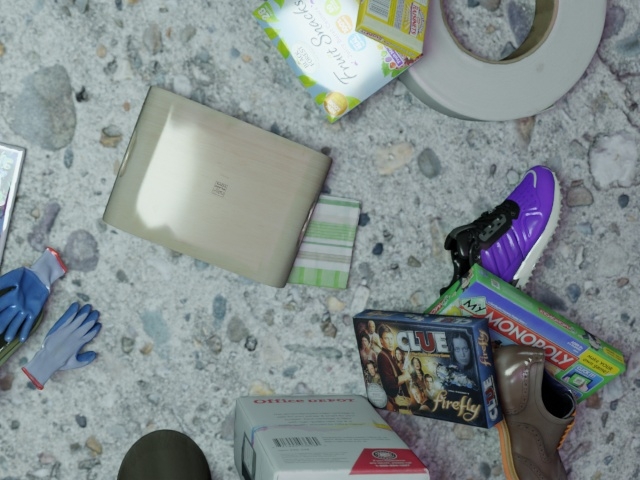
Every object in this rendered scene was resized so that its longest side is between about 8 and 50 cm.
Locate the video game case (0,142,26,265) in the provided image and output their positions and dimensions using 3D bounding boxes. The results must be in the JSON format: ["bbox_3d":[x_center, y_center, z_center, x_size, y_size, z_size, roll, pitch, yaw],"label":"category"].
[{"bbox_3d":[-0.544,-0.058,1.250,0.183,0.023,0.201,13,93,-16],"label":"video game case"}]

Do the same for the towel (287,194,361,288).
[{"bbox_3d":[0.000,0.000,1.403,0.113,0.023,0.152,8,97,-13],"label":"towel"}]

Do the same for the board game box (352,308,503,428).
[{"bbox_3d":[0.164,0.198,1.361,0.042,0.243,0.165,-20,103,-43],"label":"board game box"}]

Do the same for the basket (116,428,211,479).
[{"bbox_3d":[-0.225,0.418,1.290,0.154,0.227,0.204,-5,98,-14],"label":"basket"}]

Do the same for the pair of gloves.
[{"bbox_3d":[-0.396,0.117,1.251,0.198,0.023,0.159,62,40,-27],"label":"pair of gloves"}]

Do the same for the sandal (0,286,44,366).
[{"bbox_3d":[-0.525,0.191,1.249,0.303,0.086,0.120,-38,66,-18],"label":"sandal"}]

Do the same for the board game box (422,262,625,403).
[{"bbox_3d":[0.314,0.188,1.436,0.317,0.046,0.213,30,126,-16],"label":"board game box"}]

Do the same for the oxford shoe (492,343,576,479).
[{"bbox_3d":[0.362,0.315,1.409,0.133,0.130,0.363,-13,126,26],"label":"oxford shoe"}]

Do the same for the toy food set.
[{"bbox_3d":[-0.157,-0.079,1.324,0.306,0.092,0.219,21,93,-8],"label":"toy food set"}]

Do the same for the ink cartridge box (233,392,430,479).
[{"bbox_3d":[0.003,0.341,1.298,0.226,0.306,0.131,3,97,-15],"label":"ink cartridge box"}]

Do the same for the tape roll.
[{"bbox_3d":[0.279,-0.386,1.395,0.392,0.072,0.392,-2,98,-15],"label":"tape roll"}]

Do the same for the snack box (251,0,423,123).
[{"bbox_3d":[0.028,-0.311,1.302,0.174,0.070,0.207,-34,96,13],"label":"snack box"}]

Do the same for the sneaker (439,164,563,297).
[{"bbox_3d":[0.290,-0.003,1.433,0.146,0.102,0.293,23,91,-16],"label":"sneaker"}]

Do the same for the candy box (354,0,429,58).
[{"bbox_3d":[0.112,-0.374,1.255,0.105,0.027,0.205,21,66,-25],"label":"candy box"}]
